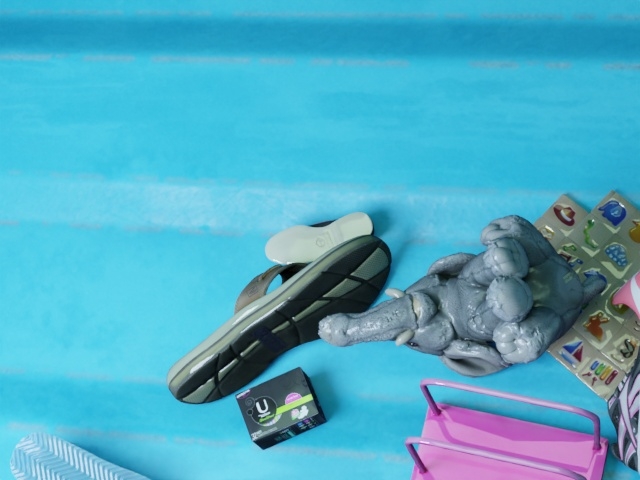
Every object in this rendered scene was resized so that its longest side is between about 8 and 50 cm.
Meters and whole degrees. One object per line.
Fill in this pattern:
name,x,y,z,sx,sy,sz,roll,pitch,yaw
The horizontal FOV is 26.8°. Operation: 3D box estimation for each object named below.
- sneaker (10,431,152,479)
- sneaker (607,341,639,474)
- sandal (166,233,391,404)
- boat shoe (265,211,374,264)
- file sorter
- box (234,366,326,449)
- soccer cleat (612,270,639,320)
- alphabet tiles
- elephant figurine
sneaker,-0.242,0.292,1.528,0.229,0.092,0.087,34,77,1
sneaker,0.339,0.165,1.428,0.077,0.072,0.178,16,103,51
sandal,-0.056,0.077,1.556,0.303,0.120,0.086,-32,53,-1
boat shoe,0.000,0.002,1.608,0.133,0.042,0.048,-16,76,3
file sorter,0.168,0.306,1.380,0.202,0.182,0.290,10,72,16
box,-0.045,0.192,1.539,0.083,0.052,0.062,-25,67,3
soccer cleat,0.409,0.139,1.454,0.095,0.083,0.248,-34,75,29
alphabet tiles,0.328,0.059,1.536,0.198,0.009,0.237,-46,67,-7
elephant figurine,0.155,0.076,1.497,0.239,0.186,0.169,-26,24,41
